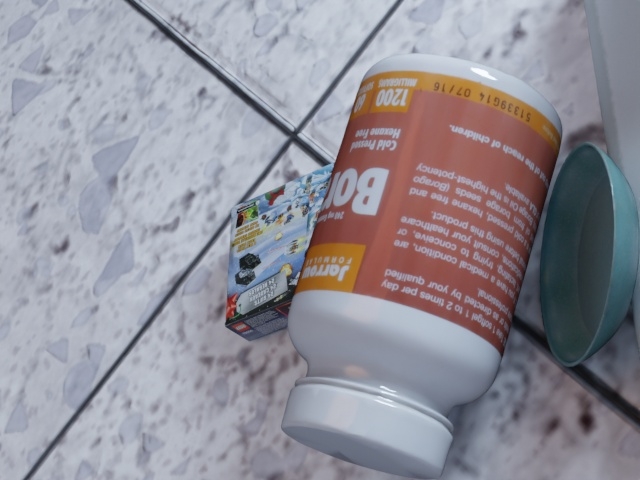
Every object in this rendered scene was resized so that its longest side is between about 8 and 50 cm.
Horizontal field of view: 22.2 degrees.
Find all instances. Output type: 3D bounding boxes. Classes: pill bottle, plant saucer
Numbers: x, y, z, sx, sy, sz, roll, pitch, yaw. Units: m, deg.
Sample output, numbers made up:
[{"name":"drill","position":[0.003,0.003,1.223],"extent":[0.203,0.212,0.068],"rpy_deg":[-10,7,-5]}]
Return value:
[{"name":"pill bottle","position":[0.052,0.016,0.907],"extent":[0.121,0.121,0.216],"rpy_deg":[1,67,44]},{"name":"plant saucer","position":[0.144,0.008,0.865],"extent":[0.119,0.021,0.119],"rpy_deg":[-175,90,-80]}]

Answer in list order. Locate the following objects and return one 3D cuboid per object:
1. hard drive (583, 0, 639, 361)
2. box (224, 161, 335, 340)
[{"name":"hard drive","position":[0.244,-0.091,0.863],"extent":[0.203,0.040,0.307],"rpy_deg":[-25,49,30]},{"name":"box","position":[0.000,0.000,1.039],"extent":[0.137,0.027,0.094],"rpy_deg":[-22,50,32]}]
